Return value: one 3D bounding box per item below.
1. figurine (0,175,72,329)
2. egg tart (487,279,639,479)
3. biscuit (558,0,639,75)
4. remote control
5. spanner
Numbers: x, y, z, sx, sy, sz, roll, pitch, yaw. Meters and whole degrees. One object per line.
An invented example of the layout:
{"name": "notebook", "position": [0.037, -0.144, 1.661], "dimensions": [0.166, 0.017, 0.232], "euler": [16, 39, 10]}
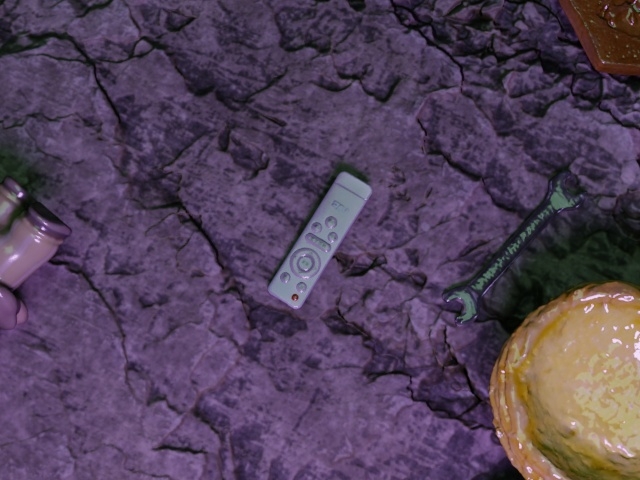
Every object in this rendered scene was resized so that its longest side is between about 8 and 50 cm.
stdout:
{"name": "figurine", "position": [-0.447, 0.094, 1.217], "dimensions": [0.248, 0.203, 0.380], "euler": [39, 76, 11]}
{"name": "egg tart", "position": [0.333, 0.188, 1.207], "dimensions": [0.294, 0.123, 0.294], "euler": [0, 75, 0]}
{"name": "biscuit", "position": [0.439, -0.318, 1.454], "dimensions": [0.215, 0.034, 0.182], "euler": [-22, 78, -10]}
{"name": "remote control", "position": [0.000, 0.000, 1.355], "dimensions": [0.050, 0.027, 0.184], "euler": [31, 81, 7]}
{"name": "spanner", "position": [0.248, 0.009, 1.368], "dimensions": [0.054, 0.015, 0.254], "euler": [42, 77, 8]}
